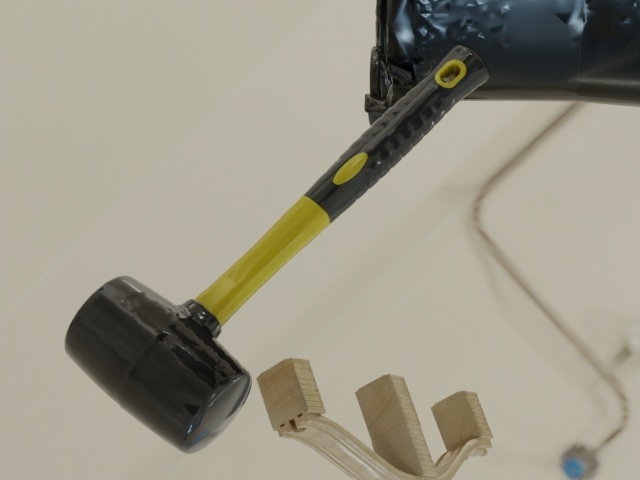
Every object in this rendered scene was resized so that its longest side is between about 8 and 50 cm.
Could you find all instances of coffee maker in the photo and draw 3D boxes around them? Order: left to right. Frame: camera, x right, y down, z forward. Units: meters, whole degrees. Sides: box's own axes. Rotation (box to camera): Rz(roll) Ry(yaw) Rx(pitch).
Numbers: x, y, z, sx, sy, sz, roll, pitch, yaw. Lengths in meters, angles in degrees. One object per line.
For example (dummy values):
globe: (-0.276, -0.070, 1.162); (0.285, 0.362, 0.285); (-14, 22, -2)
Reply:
coffee maker: (0.115, -0.101, 0.770); (0.120, 0.178, 0.171); (78, 16, -67)

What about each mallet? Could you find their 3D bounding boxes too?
mallet: (0.000, 0.000, 0.650); (0.062, 0.190, 0.039); (46, -19, 20)

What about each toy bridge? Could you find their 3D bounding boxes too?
toy bridge: (0.039, 0.102, 0.944); (0.188, 0.026, 0.063); (17, 48, -54)
